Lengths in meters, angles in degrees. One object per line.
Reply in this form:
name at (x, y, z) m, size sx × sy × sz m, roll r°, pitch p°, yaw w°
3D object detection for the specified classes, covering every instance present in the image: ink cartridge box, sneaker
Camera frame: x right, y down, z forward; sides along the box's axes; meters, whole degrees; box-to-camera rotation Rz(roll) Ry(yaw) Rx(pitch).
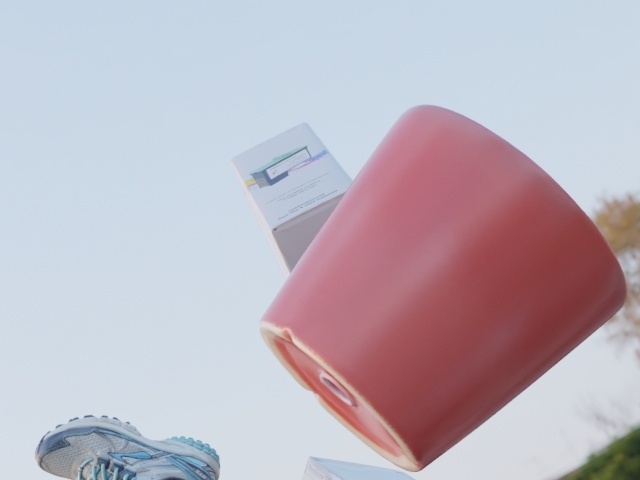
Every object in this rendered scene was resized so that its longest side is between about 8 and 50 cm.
ink cartridge box at (0.000, 0.000, 1.849) m, size 0.117 × 0.201 × 0.278 m, roll -26°, pitch 24°, yaw -3°
sneaker at (-0.286, 0.346, 2.288) m, size 0.283 × 0.122 × 0.110 m, roll 9°, pitch -54°, yaw -12°

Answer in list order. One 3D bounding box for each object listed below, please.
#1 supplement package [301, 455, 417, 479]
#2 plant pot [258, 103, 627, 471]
supplement package at (0.062, 0.385, 1.781) m, size 0.149 × 0.194 × 0.203 m, roll 14°, pitch -86°, yaw -33°
plant pot at (0.094, 0.054, 1.369) m, size 0.243 × 0.275 × 0.275 m, roll -46°, pitch -17°, yaw -13°
